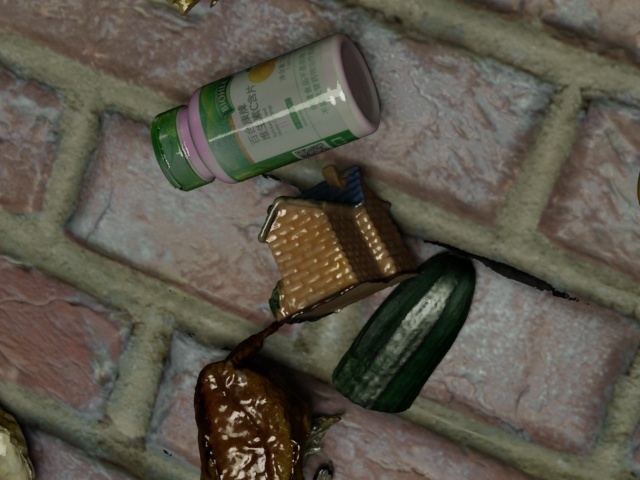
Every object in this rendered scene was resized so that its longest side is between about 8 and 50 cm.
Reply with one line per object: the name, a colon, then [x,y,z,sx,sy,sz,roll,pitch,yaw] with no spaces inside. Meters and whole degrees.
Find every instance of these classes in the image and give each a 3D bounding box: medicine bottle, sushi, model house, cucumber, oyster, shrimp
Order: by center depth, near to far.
model house: [0.000,0.000,1.602,0.166,0.183,0.172,-25,82,21]
medicine bottle: [-0.072,-0.152,1.608,0.274,0.133,0.133,-20,99,20]
cucumber: [0.115,0.119,1.672,0.115,0.063,0.244,32,110,4]
sushi: [-0.093,0.263,1.692,0.166,0.179,0.296,-17,80,11]
shrimp: [-0.031,0.318,1.775,0.126,0.047,0.223,43,114,-4]
oyster: [-0.559,0.261,1.874,0.341,0.110,0.166,18,115,7]

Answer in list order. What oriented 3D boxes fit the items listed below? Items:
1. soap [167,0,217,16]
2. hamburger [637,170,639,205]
soap: [-0.130,-0.486,1.518,0.335,0.156,0.293,-42,89,22]
hamburger: [0.466,-0.067,1.489,0.189,0.122,0.215,19,113,16]
